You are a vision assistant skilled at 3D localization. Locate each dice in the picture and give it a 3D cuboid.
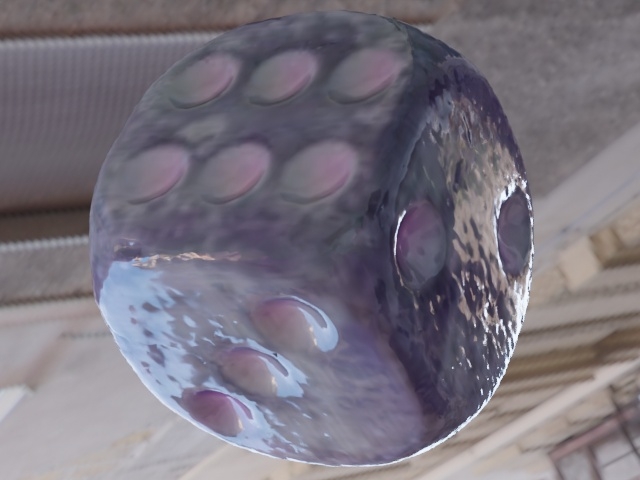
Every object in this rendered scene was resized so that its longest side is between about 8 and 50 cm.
[{"bbox_3d":[0.000,0.000,1.391,0.271,0.270,0.270,60,-138,-41],"label":"dice"}]
